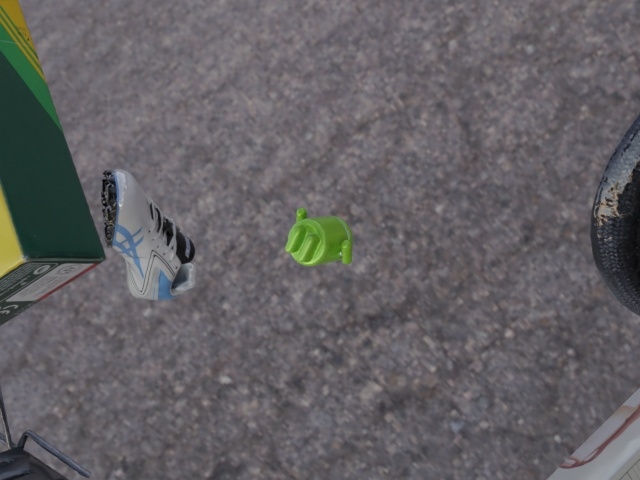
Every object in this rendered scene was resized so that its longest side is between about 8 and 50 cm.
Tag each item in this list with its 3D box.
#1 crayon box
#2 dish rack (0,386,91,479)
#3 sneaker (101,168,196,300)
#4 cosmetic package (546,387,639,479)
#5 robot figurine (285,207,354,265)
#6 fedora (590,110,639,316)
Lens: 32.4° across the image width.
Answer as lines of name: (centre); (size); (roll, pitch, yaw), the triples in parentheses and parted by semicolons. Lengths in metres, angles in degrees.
crayon box: (-0.399, -0.051, 1.046); (0.363, 0.106, 0.313); (-29, 74, 31)
dish rack: (-0.234, 0.073, 0.448); (0.208, 0.074, 0.271); (-15, 23, -41)
sneaker: (-0.183, -0.008, 1.178); (0.086, 0.237, 0.085); (-9, 63, -1)
cosmetic package: (0.526, 0.365, 1.785); (0.296, 0.153, 0.129); (-37, 15, -22)
robot figurine: (0.000, 0.000, 1.541); (0.101, 0.115, 0.067); (33, 112, 27)
fedora: (0.378, -0.081, 0.976); (0.334, 0.334, 0.152); (-34, 31, 14)
